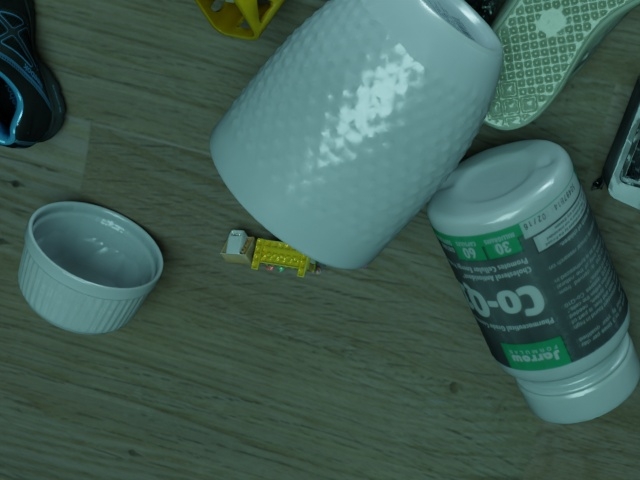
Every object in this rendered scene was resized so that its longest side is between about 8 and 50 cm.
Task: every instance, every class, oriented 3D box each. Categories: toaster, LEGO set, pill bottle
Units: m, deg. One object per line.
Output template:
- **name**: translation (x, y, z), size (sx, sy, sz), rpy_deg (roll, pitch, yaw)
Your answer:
- **toaster**: translation (0.480, -0.113, 1.715), size (0.168, 0.110, 0.186), rpy_deg (19, 109, 4)
- **LEGO set**: translation (0.000, 0.000, 1.859), size (0.287, 0.107, 0.132), rpy_deg (-30, 65, 21)
- **pill bottle**: translation (0.301, 0.061, 1.725), size (0.204, 0.204, 0.361), rpy_deg (-21, 116, 15)

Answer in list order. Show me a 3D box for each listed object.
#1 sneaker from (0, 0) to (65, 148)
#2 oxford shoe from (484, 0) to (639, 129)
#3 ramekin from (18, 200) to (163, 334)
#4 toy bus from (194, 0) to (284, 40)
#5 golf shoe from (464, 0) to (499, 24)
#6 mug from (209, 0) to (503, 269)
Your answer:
- **sneaker**: translation (-0.475, -0.294, 1.810), size (0.125, 0.139, 0.341), rpy_deg (-21, 101, 17)
- **oxford shoe**: translation (0.349, -0.339, 1.657), size (0.169, 0.130, 0.449), rpy_deg (38, 110, 0)
- **ramekin**: translation (-0.346, 0.045, 1.863), size (0.207, 0.207, 0.109), rpy_deg (29, 119, 0)
- **toy bus**: translation (-0.082, -0.369, 1.729), size (0.202, 0.191, 0.104), rpy_deg (-23, 136, 11)
- **golf shoe**: translation (0.179, -0.299, 1.737), size (0.077, 0.094, 0.198), rpy_deg (28, 135, -20)
- **mug**: translation (0.053, -0.202, 1.642), size (0.276, 0.374, 0.328), rpy_deg (26, 119, -31)
